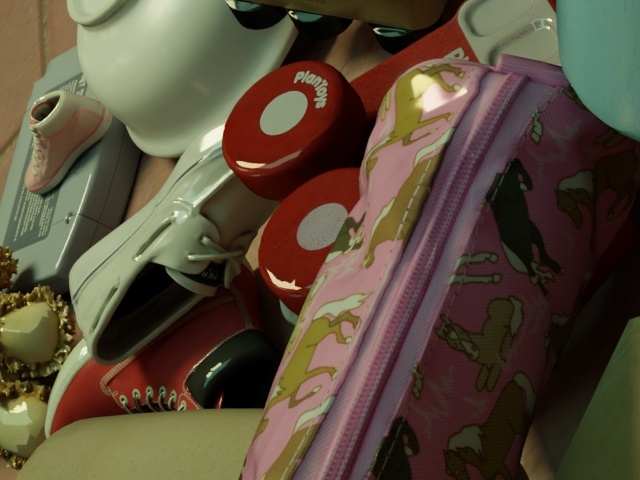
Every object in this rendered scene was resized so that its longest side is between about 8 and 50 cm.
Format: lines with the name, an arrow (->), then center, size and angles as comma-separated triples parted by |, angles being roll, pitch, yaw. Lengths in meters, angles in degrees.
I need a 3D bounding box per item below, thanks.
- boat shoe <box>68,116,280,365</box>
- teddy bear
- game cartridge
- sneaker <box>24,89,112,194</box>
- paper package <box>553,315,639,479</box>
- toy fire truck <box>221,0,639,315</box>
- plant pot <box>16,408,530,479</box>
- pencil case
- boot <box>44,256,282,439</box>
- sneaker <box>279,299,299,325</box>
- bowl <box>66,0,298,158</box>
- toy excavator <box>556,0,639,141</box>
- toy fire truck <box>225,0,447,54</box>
boat shoe -> -0.098, 0.002, 1.227 | 0.267, 0.096, 0.088 | -37, 49, 24
teddy bear -> -0.343, 0.119, 1.562 | 0.338, 0.113, 0.245 | -17, 84, 44
game cartridge -> -0.260, -0.074, 1.650 | 0.198, 0.062, 0.297 | -15, 55, 44
sneaker -> -0.272, -0.102, 1.575 | 0.134, 0.070, 0.051 | -40, 41, 33
paper package -> 0.214, 0.223, 0.680 | 0.309, 0.168, 0.325 | 18, 83, 58
toy fire truck -> 0.093, -0.038, 1.058 | 0.254, 0.169, 0.302 | -33, 41, 10
plant pot -> -0.010, 0.207, 0.962 | 0.274, 0.256, 0.256 | -16, 53, 28
pencil case -> 0.039, 0.083, 0.790 | 0.167, 0.160, 0.386 | -22, 34, 49
boot -> -0.132, 0.136, 1.297 | 0.244, 0.088, 0.176 | -46, 38, 19
sneaker -> 0.000, 0.000, 1.252 | 0.065, 0.061, 0.158 | 125, 160, -67
bowl -> -0.141, -0.236, 1.473 | 0.298, 0.134, 0.298 | -33, 43, 36
toy excavator -> 0.145, -0.174, 0.783 | 0.433, 0.445, 0.222 | -106, 8, -49
toy fire truck -> 0.037, -0.286, 1.314 | 0.217, 0.158, 0.246 | 14, 69, 28
